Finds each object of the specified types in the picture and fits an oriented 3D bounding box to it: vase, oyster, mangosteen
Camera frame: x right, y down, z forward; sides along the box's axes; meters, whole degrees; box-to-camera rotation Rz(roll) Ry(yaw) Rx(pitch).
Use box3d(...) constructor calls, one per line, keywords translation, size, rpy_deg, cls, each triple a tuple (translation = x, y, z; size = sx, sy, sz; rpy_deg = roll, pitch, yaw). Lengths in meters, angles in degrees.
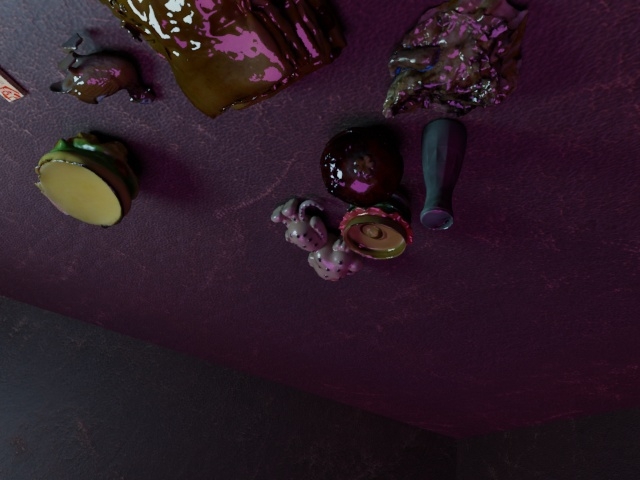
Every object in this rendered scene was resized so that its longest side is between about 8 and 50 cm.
box3d(translation=(0.221, -0.121, 0.897), size=(0.086, 0.214, 0.086), rpy_deg=(10, 147, 6), cls="vase")
box3d(translation=(0.215, -0.281, 0.785), size=(0.214, 0.083, 0.222), rpy_deg=(6, 141, 6), cls="oyster")
box3d(translation=(0.081, -0.142, 0.986), size=(0.166, 0.166, 0.180), rpy_deg=(10, 172, 5), cls="mangosteen")

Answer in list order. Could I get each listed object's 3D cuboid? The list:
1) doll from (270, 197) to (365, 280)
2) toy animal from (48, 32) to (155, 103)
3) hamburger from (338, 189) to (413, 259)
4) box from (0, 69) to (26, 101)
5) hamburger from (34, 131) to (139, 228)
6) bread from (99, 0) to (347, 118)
box3d(translation=(-0.002, 0.000, 1.274), size=(0.154, 0.119, 0.278), rpy_deg=(-16, 128, 37), cls="doll")
box3d(translation=(-0.441, -0.312, 0.972), size=(0.188, 0.089, 0.179), rpy_deg=(-12, 155, 25), cls="toy animal")
box3d(translation=(0.135, -0.050, 1.109), size=(0.175, 0.136, 0.175), rpy_deg=(14, 150, 8), cls="hamburger")
box3d(translation=(-0.700, -0.347, 1.064), size=(0.058, 0.015, 0.093), rpy_deg=(-6, 143, 29), cls="box")
box3d(translation=(-0.550, -0.153, 1.188), size=(0.237, 0.148, 0.237), rpy_deg=(8, 139, 7), cls="hamburger")
box3d(translation=(-0.152, -0.332, 0.750), size=(0.278, 0.167, 0.324), rpy_deg=(-17, 138, 38), cls="bread")
